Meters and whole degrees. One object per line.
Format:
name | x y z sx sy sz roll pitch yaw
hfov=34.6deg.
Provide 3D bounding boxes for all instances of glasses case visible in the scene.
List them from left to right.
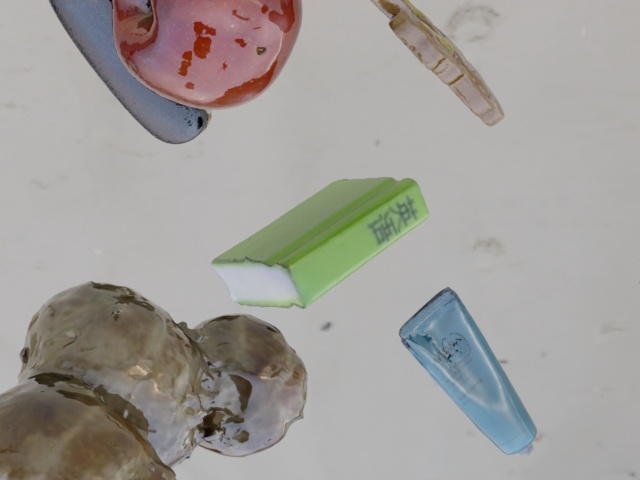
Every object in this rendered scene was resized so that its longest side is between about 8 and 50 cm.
glasses case | -0.285 -0.281 1.538 0.122 0.082 0.321 -18 118 39

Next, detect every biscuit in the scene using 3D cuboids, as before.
biscuit | 0.162 -0.245 1.361 0.044 0.186 0.295 -39 144 16

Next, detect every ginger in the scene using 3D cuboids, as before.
ginger | -0.181 0.157 0.841 0.256 0.375 0.176 24 120 14

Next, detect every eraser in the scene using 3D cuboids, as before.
eraser | 0.000 0.000 1.561 0.210 0.274 0.092 1 119 54

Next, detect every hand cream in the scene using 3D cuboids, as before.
hand cream | 0.178 0.160 1.164 0.224 0.083 0.048 52 170 -17

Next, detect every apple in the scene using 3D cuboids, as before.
apple | -0.151 -0.299 1.350 0.216 0.260 0.260 -2 164 -38
